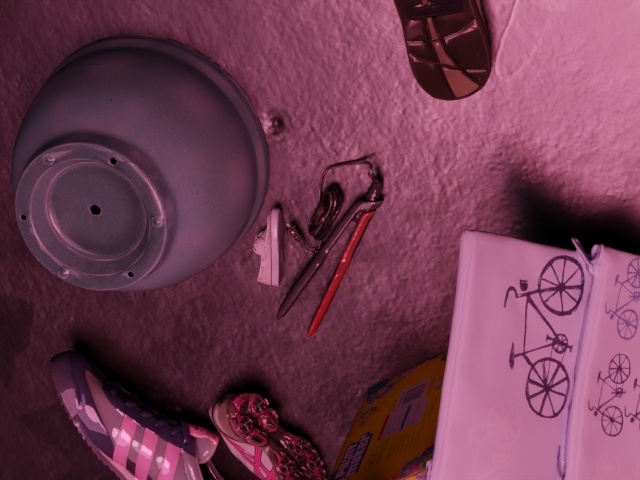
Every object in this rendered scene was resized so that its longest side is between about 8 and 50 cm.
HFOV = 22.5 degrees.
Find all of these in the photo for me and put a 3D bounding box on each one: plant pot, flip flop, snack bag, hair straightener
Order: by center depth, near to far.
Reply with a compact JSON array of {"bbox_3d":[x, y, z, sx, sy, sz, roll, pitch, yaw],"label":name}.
[{"bbox_3d":[0.267,0.158,1.676,0.342,0.037,0.323,13,82,-26],"label":"snack bag"},{"bbox_3d":[0.127,-0.276,1.678,0.112,0.080,0.277,-5,128,12],"label":"flip flop"},{"bbox_3d":[-0.224,-0.060,1.796,0.293,0.196,0.293,6,116,13],"label":"plant pot"},{"bbox_3d":[0.000,0.000,1.847,0.089,0.047,0.230,27,118,1],"label":"hair straightener"}]

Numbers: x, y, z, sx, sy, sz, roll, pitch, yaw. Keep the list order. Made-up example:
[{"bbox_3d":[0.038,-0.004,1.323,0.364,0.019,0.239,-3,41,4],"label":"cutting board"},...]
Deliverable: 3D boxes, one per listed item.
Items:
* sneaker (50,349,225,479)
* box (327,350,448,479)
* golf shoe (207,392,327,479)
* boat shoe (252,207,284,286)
[{"bbox_3d":[-0.200,0.242,1.992,0.131,0.112,0.319,-34,106,10],"label":"sneaker"},{"bbox_3d":[0.164,0.312,1.809,0.177,0.290,0.279,-28,103,24],"label":"box"},{"bbox_3d":[-0.063,0.258,1.981,0.186,0.067,0.086,52,148,-16],"label":"golf shoe"},{"bbox_3d":[-0.062,0.007,1.875,0.035,0.035,0.100,7,122,9],"label":"boat shoe"}]
